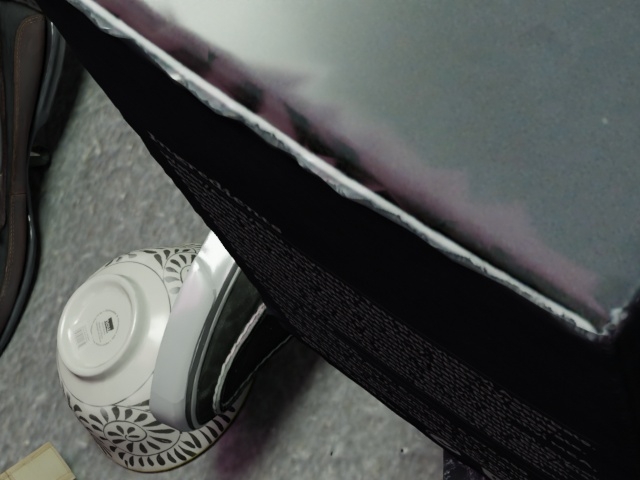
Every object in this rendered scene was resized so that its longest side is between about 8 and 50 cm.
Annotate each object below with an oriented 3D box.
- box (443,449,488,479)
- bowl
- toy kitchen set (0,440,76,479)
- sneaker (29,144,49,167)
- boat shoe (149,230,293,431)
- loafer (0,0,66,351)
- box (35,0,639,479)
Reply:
[{"bbox_3d":[0.156,0.142,1.071,0.158,0.093,0.156,-15,62,34],"label":"box"},{"bbox_3d":[-0.131,0.069,1.337,0.170,0.080,0.170,-17,60,32],"label":"bowl"},{"bbox_3d":[-0.216,0.202,1.385,0.068,0.075,0.083,54,150,2],"label":"toy kitchen set"},{"bbox_3d":[-0.249,-0.055,1.524,0.083,0.031,0.035,-7,95,28],"label":"sneaker"},{"bbox_3d":[0.001,0.001,1.247,0.105,0.113,0.306,28,76,16],"label":"boat shoe"},{"bbox_3d":[-0.274,-0.051,1.458,0.109,0.095,0.302,10,89,27],"label":"loafer"},{"bbox_3d":[0.167,-0.147,0.842,0.297,0.472,0.480,34,81,23],"label":"box"}]
